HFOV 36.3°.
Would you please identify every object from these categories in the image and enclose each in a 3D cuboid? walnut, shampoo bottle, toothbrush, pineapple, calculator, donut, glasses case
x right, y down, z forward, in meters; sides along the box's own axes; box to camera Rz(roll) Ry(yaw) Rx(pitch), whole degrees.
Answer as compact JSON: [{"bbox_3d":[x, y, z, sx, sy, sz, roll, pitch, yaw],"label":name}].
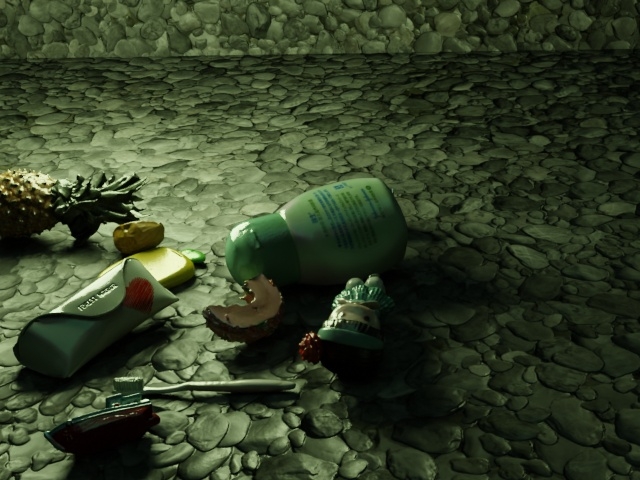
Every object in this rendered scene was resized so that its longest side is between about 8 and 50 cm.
[{"bbox_3d":[-0.380,0.001,2.042,0.121,0.091,0.052,-17,62,24],"label":"walnut"},{"bbox_3d":[-0.016,0.000,1.914,0.349,0.151,0.222,-16,58,-16],"label":"shampoo bottle"},{"bbox_3d":[-0.194,0.239,1.620,0.307,0.030,0.025,-1,20,2],"label":"toothbrush"},{"bbox_3d":[-0.534,-0.073,2.111,0.364,0.165,0.165,2,28,4],"label":"pineapple"},{"bbox_3d":[-0.340,0.061,1.967,0.235,0.032,0.146,-25,35,-34],"label":"calculator"},{"bbox_3d":[-0.123,0.134,1.761,0.117,0.065,0.166,37,48,22],"label":"donut"},{"bbox_3d":[-0.398,0.134,1.762,0.128,0.083,0.308,26,45,30],"label":"glasses case"}]

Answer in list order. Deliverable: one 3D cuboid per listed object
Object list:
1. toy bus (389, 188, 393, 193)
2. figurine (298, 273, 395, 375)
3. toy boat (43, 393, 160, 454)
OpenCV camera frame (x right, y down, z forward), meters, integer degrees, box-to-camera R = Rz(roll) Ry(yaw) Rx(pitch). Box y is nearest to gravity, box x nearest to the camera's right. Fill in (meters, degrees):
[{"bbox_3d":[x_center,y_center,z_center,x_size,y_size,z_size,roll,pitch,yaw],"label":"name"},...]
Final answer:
[{"bbox_3d":[0.080,-0.061,2.098,0.160,0.092,0.079,-3,29,13],"label":"toy bus"},{"bbox_3d":[0.054,0.146,1.701,0.138,0.110,0.245,-6,23,15],"label":"figurine"},{"bbox_3d":[-0.337,0.283,1.506,0.173,0.069,0.059,-16,45,-23],"label":"toy boat"}]
